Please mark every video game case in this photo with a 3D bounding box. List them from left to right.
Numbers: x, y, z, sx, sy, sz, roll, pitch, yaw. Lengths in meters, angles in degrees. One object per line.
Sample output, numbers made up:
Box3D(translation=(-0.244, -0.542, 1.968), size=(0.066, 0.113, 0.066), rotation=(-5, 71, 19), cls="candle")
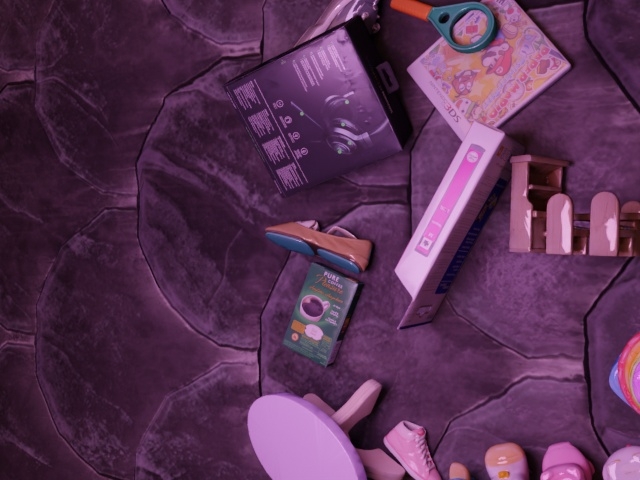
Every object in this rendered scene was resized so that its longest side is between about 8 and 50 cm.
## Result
Box3D(translation=(0.302, -0.315, 1.312), size=(0.227, 0.026, 0.206), rotation=(-40, 72, 19), cls="video game case")

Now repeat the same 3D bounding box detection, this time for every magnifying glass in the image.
Box3D(translation=(0.225, -0.415, 1.334), size=(0.231, 0.026, 0.092), rotation=(34, 98, 36), cls="magnifying glass")

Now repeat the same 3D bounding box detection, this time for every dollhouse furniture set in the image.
Box3D(translation=(0.430, -0.058, 1.139), size=(0.242, 0.212, 0.161), rotation=(2, 90, 54), cls="dollhouse furniture set")

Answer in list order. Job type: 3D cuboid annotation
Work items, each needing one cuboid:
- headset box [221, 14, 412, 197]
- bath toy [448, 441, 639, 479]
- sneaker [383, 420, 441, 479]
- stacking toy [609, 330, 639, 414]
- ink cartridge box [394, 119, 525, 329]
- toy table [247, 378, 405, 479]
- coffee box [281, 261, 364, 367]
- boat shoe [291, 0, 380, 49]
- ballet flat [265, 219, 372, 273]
Box3D(translation=(0.007, -0.251, 1.344), size=(0.283, 0.131, 0.246), rotation=(-21, 108, 25), cls="headset box")
Box3D(translation=(0.392, 0.403, 1.184), size=(0.348, 0.129, 0.151), rotation=(-16, 61, 25), cls="bath toy")
Box3D(translation=(0.183, 0.392, 1.327), size=(0.134, 0.051, 0.070), rotation=(43, 111, 26), cls="sneaker")
Box3D(translation=(0.510, 0.209, 1.032), size=(0.166, 0.302, 0.175), rotation=(40, 106, 22), cls="stacking toy")
Box3D(translation=(0.230, -0.020, 1.252), size=(0.069, 0.176, 0.371), rotation=(29, 101, 25), cls="ink cartridge box")
Box3D(translation=(0.014, 0.376, 1.330), size=(0.274, 0.161, 0.252), rotation=(46, 119, 28), cls="toy table")
Box3D(translation=(0.004, 0.147, 1.433), size=(0.113, 0.040, 0.184), rotation=(23, 98, 25), cls="coffee box")
Box3D(translation=(0.063, -0.436, 1.416), size=(0.099, 0.116, 0.319), rotation=(39, 101, -22), cls="boat shoe")
Box3D(translation=(0.000, 0.000, 1.436), size=(0.232, 0.080, 0.073), rotation=(20, 69, 23), cls="ballet flat")
